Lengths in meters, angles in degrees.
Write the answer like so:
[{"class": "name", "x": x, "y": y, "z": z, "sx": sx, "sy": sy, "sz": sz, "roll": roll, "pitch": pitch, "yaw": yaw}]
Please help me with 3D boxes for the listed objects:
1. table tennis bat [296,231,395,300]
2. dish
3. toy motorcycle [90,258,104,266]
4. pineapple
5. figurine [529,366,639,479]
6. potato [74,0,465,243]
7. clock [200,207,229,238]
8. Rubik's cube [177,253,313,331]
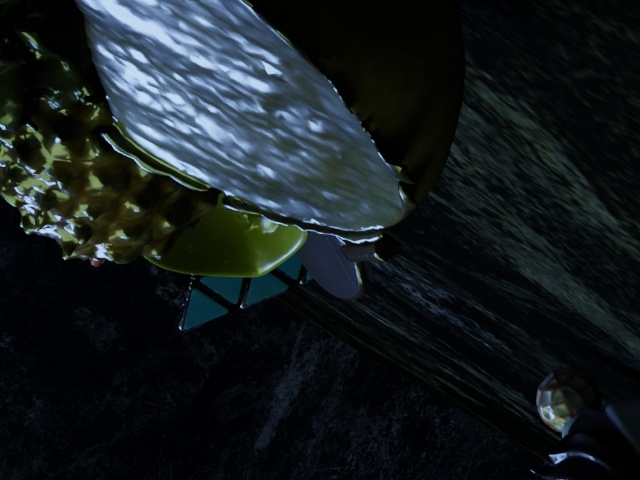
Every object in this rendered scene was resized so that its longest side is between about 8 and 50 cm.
[{"class": "table tennis bat", "x": -0.018, "y": 0.037, "z": 1.136, "sx": 0.107, "sy": 0.119, "sz": 0.170, "roll": 60, "pitch": 155, "yaw": -12}, {"class": "dish", "x": -0.090, "y": -0.037, "z": 1.042, "sx": 0.149, "sy": 0.080, "sz": 0.207, "roll": -12, "pitch": 154, "yaw": 10}, {"class": "toy motorcycle", "x": -0.283, "y": -0.111, "z": 1.344, "sx": 0.326, "sy": 0.148, "sz": 0.221, "roll": 41, "pitch": 151, "yaw": 3}, {"class": "pineapple", "x": -0.159, "y": -0.110, "z": 0.682, "sx": 0.169, "sy": 0.169, "sz": 0.340, "roll": 30, "pitch": 166, "yaw": 23}, {"class": "figurine", "x": 0.283, "y": 0.219, "z": 0.991, "sx": 0.281, "sy": 0.167, "sz": 0.370, "roll": 62, "pitch": -168, "yaw": 16}, {"class": "potato", "x": -0.010, "y": -0.078, "z": 0.388, "sx": 0.138, "sy": 0.098, "sz": 0.243, "roll": 28, "pitch": 167, "yaw": 7}, {"class": "clock", "x": -0.113, "y": -0.058, "z": 1.162, "sx": 0.176, "sy": 0.080, "sz": 0.117, "roll": 36, "pitch": 175, "yaw": -24}, {"class": "Rubik's cube", "x": -0.049, "y": -0.014, "z": 1.388, "sx": 0.178, "sy": 0.211, "sz": 0.190, "roll": 13, "pitch": -151, "yaw": -5}]
